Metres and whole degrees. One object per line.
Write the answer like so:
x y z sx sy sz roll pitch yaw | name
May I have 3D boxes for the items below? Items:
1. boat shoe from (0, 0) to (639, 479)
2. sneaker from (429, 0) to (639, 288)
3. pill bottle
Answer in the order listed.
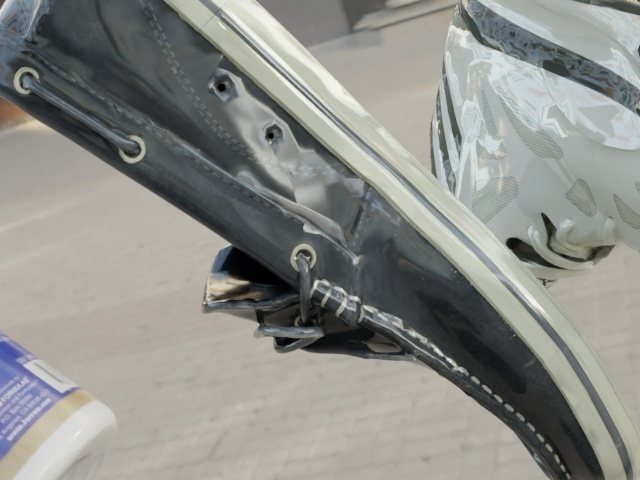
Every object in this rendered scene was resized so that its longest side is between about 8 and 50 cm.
0.000 0.000 0.692 0.156 0.500 0.187 -47 11 1 | boat shoe
0.226 -0.024 0.764 0.169 0.257 0.447 -9 39 -27 | sneaker
-0.197 0.072 0.502 0.112 0.187 0.112 -56 -6 -9 | pill bottle
